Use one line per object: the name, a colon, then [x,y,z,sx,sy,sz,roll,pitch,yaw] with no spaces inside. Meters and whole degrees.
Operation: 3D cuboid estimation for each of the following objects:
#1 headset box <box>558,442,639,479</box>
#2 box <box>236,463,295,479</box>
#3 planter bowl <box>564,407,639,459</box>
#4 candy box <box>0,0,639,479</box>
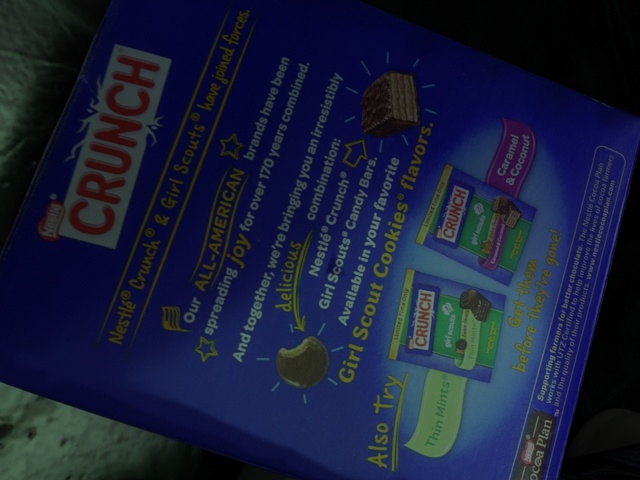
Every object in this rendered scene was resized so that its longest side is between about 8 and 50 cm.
headset box: [0.273,0.279,0.556,0.283,0.131,0.247,0,94,-31]
box: [-0.007,0.282,0.424,0.232,0.058,0.322,61,18,-10]
planter bowl: [0.314,0.242,0.720,0.162,0.109,0.162,2,85,-32]
candy box: [0.000,0.000,0.473,0.317,0.122,0.268,21,77,-9]
